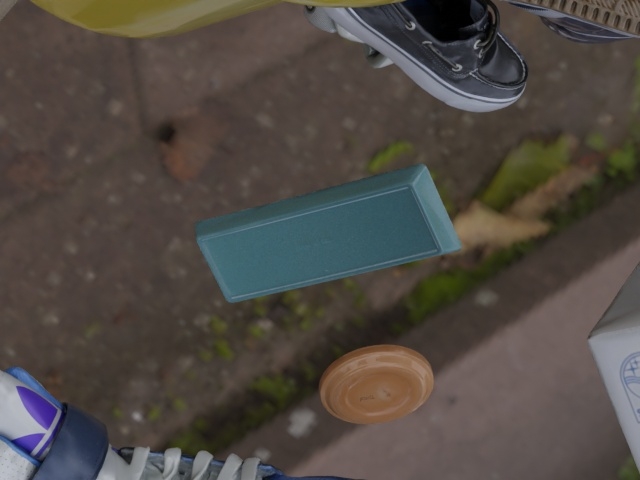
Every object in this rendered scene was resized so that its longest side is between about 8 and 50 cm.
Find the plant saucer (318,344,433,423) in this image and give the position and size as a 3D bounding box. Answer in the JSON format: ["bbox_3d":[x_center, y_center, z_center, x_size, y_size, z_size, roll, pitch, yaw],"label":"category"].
[{"bbox_3d":[0.041,0.107,1.382,0.084,0.013,0.083,-5,137,-4],"label":"plant saucer"}]

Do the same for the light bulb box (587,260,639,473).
[{"bbox_3d":[0.351,0.116,1.024,0.358,0.225,0.361,-41,112,-56],"label":"light bulb box"}]

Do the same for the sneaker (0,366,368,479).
[{"bbox_3d":[-0.132,0.176,1.308,0.236,0.323,0.130,58,25,-28],"label":"sneaker"}]

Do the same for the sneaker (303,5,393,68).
[{"bbox_3d":[0.035,-0.273,1.897,0.146,0.122,0.330,-32,140,8],"label":"sneaker"}]

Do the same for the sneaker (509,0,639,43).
[{"bbox_3d":[0.150,-0.221,1.454,0.153,0.282,0.099,-116,-133,-84],"label":"sneaker"}]

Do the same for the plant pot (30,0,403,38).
[{"bbox_3d":[-0.033,-0.192,0.742,0.254,0.239,0.254,9,71,-28],"label":"plant pot"}]

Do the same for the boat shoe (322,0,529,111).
[{"bbox_3d":[0.098,-0.172,1.501,0.228,0.076,0.080,31,57,-36],"label":"boat shoe"}]

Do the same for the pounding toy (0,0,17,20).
[{"bbox_3d":[-0.249,-0.158,1.081,0.141,0.130,0.100,-41,-176,37],"label":"pounding toy"}]

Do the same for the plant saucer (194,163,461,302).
[{"bbox_3d":[0.000,0.000,1.304,0.067,0.192,0.018,64,33,-18],"label":"plant saucer"}]
